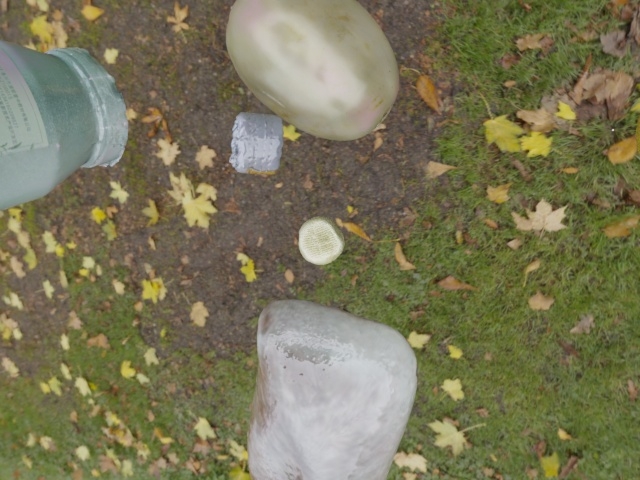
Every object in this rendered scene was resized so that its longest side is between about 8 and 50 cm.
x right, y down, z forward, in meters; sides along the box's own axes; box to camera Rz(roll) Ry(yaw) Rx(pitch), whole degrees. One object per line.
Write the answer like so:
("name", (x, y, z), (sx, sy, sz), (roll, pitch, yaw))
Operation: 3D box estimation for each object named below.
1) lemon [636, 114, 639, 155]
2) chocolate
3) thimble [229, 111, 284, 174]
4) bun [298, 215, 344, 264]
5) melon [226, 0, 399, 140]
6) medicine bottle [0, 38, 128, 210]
("lemon", (0.570, -0.167, 0.730), (0.174, 0.206, 0.173), (4, 142, 3))
("chocolate", (-0.002, 0.217, 0.553), (0.185, 0.100, 0.303), (14, 115, 15))
("thimble", (-0.162, -0.243, 1.228), (0.127, 0.118, 0.151), (-135, 50, -62))
("bun", (0.000, 0.000, 1.164), (0.115, 0.069, 0.115), (0, 92, -3))
("melon", (-0.015, -0.306, 0.818), (0.317, 0.223, 0.223), (38, 118, 4))
("medicine bottle", (-0.467, -0.172, 0.723), (0.245, 0.290, 0.245), (14, 117, 29))
